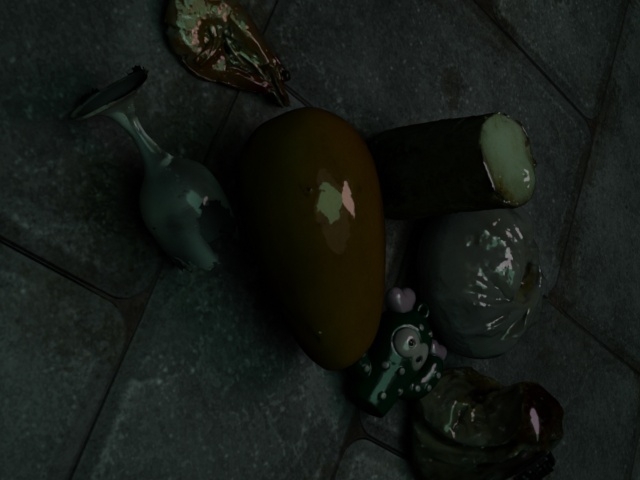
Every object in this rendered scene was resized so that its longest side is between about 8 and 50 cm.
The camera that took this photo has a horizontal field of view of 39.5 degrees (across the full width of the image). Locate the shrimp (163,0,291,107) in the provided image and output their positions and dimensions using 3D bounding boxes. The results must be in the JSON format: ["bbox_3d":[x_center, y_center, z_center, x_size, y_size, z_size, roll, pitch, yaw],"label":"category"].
[{"bbox_3d":[-0.149,-0.320,1.523,0.294,0.062,0.154,40,74,-29],"label":"shrimp"}]

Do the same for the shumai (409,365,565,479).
[{"bbox_3d":[0.357,0.403,1.772,0.309,0.263,0.304,-5,88,-42],"label":"shumai"}]

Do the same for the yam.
[{"bbox_3d":[0.241,-0.140,1.695,0.195,0.300,0.195,6,83,-48],"label":"yam"}]

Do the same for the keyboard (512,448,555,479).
[{"bbox_3d":[0.418,0.449,1.739,0.094,0.025,0.230,-37,155,3],"label":"keyboard"}]

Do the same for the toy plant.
[{"bbox_3d":[0.141,0.212,1.696,0.243,0.113,0.232,-31,112,-32],"label":"toy plant"}]

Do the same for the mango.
[{"bbox_3d":[0.000,0.000,1.486,0.300,0.232,0.445,-75,153,-73],"label":"mango"}]

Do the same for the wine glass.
[{"bbox_3d":[-0.243,-0.102,1.371,0.143,0.143,0.321,-49,118,-32],"label":"wine glass"}]

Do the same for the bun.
[{"bbox_3d":[0.347,0.064,1.833,0.354,0.194,0.354,5,83,-45],"label":"bun"}]
